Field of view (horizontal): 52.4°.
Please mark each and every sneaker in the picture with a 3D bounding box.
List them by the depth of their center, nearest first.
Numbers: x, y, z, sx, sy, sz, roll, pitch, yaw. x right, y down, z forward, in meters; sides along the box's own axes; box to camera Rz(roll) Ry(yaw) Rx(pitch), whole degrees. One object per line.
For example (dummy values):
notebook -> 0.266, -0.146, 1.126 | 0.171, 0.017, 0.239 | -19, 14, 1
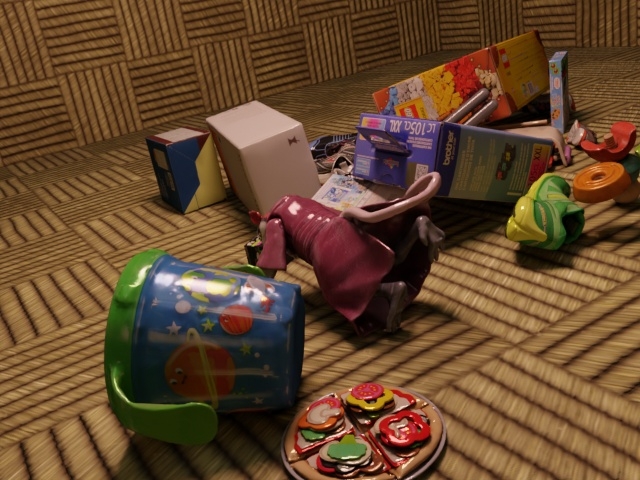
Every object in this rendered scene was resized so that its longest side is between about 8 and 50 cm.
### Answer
sneaker -> 0.433, -0.042, 1.232 | 0.123, 0.110, 0.295 | 30, 31, 17
sneaker -> 0.058, -0.128, 1.562 | 0.105, 0.115, 0.281 | -12, 24, -5
sneaker -> 0.710, -0.279, 1.759 | 0.064, 0.061, 0.158 | 20, 27, 4
sneaker -> 0.058, -0.227, 1.828 | 0.299, 0.112, 0.121 | -5, 22, 15
sneaker -> 0.068, -0.294, 2.033 | 0.232, 0.082, 0.090 | -19, 16, -25
sneaker -> 0.729, -0.436, 2.112 | 0.092, 0.088, 0.225 | -37, 28, -17

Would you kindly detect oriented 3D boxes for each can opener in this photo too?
can opener -> 0.338, -0.288, 1.716 | 0.280, 0.074, 0.093 | -40, 4, 13

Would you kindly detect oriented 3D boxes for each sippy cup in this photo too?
sippy cup -> -0.138, 0.134, 0.875 | 0.223, 0.240, 0.306 | 3, 61, 4

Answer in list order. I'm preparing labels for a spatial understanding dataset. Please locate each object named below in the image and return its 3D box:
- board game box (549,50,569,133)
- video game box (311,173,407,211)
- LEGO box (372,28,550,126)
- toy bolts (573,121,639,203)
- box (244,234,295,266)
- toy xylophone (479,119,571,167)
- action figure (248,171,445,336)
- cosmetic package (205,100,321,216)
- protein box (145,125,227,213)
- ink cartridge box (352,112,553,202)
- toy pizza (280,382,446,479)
board game box -> 0.705, -0.437, 1.920 | 0.039, 0.212, 0.160 | 2, 24, 26
video game box -> 0.060, -0.054, 1.373 | 0.187, 0.048, 0.205 | 16, 46, 27
LEGO box -> 0.450, -0.462, 1.986 | 0.372, 0.193, 0.500 | -14, 12, 36
toy bolts -> 0.584, -0.102, 1.243 | 0.218, 0.159, 0.228 | -27, 25, 7
box -> -0.104, 0.022, 1.349 | 0.083, 0.052, 0.062 | 2, 26, 28
toy xylophone -> 0.497, -0.248, 1.715 | 0.322, 0.081, 0.236 | 2, 24, 30
action figure -> 0.000, 0.000, 1.091 | 0.370, 0.276, 0.248 | 26, 45, 36
cosmetic package -> -0.151, -0.204, 1.677 | 0.161, 0.230, 0.453 | -23, 24, -12
protein box -> -0.384, -0.206, 1.853 | 0.135, 0.200, 0.201 | -21, 23, -25
ink cartridge box -> 0.255, -0.177, 1.388 | 0.395, 0.151, 0.270 | 0, 13, -34
toy pizza -> 0.049, 0.226, 0.784 | 0.201, 0.032, 0.201 | -9, 21, 4
